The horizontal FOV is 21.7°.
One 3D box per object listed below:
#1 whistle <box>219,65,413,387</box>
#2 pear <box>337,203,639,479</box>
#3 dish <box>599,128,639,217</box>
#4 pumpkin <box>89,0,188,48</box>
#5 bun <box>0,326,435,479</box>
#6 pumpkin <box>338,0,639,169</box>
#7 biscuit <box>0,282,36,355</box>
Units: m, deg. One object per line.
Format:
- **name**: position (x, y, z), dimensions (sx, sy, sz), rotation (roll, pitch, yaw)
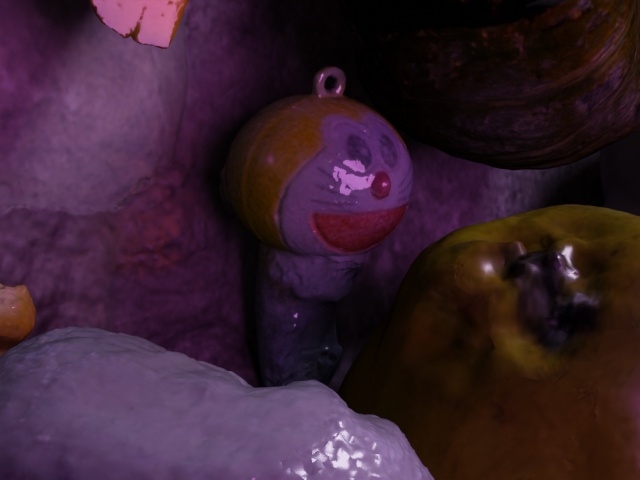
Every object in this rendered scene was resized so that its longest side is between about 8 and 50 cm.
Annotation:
- **whistle**: position (0.000, 0.000, 1.064), dimensions (0.123, 0.123, 0.223), rotation (-8, 110, -41)
- **pear**: position (0.170, 0.175, 1.064), dimensions (0.352, 0.352, 0.413), rotation (-30, 119, -38)
- **dish**: position (0.291, 0.028, 1.227), dimensions (0.124, 0.324, 0.324), rotation (-33, 115, -3)
- **pumpkin**: position (-0.098, -0.248, 0.975), dimensions (0.131, 0.126, 0.248), rotation (34, 85, -30)
- **bun**: position (-0.066, 0.196, 0.882), dimensions (0.354, 0.354, 0.194), rotation (57, 34, -26)
- **pumpkin**: position (0.124, -0.167, 1.129), dimensions (0.325, 0.242, 0.232), rotation (-53, 148, -39)
- **biscuit**: position (-0.230, 0.063, 0.889), dimensions (0.183, 0.061, 0.118), rotation (3, 89, -42)
